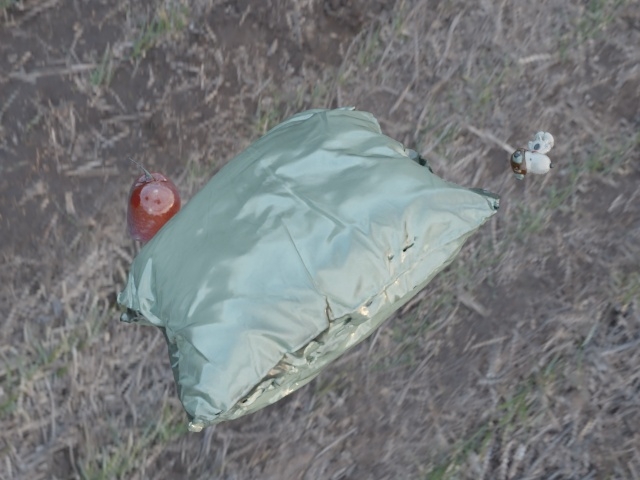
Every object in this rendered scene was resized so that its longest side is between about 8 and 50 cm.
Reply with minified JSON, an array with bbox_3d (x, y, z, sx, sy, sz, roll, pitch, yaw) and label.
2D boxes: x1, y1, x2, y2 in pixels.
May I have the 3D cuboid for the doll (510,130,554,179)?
[{"bbox_3d":[0.285,-0.117,1.476,0.058,0.040,0.085,0,40,11],"label":"doll"}]

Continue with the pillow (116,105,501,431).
[{"bbox_3d":[-0.026,0.014,0.936,0.310,0.283,0.138,-40,121,-9],"label":"pillow"}]

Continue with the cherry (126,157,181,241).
[{"bbox_3d":[-0.277,-0.061,1.822,0.087,0.126,0.106,1,46,-12],"label":"cherry"}]
